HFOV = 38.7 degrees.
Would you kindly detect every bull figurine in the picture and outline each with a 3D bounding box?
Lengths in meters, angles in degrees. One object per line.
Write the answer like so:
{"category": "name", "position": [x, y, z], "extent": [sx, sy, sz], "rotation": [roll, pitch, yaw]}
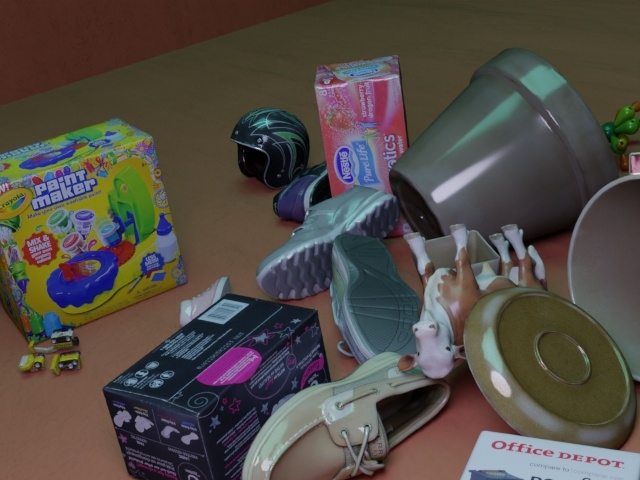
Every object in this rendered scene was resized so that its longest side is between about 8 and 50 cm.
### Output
{"category": "bull figurine", "position": [0.200, 0.077, 1.192], "extent": [0.101, 0.189, 0.310], "rotation": [-17, -12, 43]}

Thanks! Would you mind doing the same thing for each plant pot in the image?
{"category": "plant pot", "position": [0.205, 0.059, 1.373], "extent": [0.108, 0.096, 0.109], "rotation": [-13, 25, -6]}
{"category": "plant pot", "position": [0.277, -0.113, 1.512], "extent": [0.280, 0.323, 0.323], "rotation": [-31, 29, -8]}
{"category": "plant pot", "position": [0.281, 0.145, 1.083], "extent": [0.236, 0.032, 0.236], "rotation": [15, 45, -16]}
{"category": "plant pot", "position": [0.512, 0.042, 1.179], "extent": [0.273, 0.257, 0.256], "rotation": [-3, 20, -28]}

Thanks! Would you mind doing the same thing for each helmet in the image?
{"category": "helmet", "position": [-0.107, -0.206, 1.956], "extent": [0.169, 0.162, 0.169], "rotation": [-8, 25, 4]}

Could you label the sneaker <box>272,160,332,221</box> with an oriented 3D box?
{"category": "sneaker", "position": [0.005, -0.128, 1.830], "extent": [0.124, 0.107, 0.283], "rotation": [1, 27, 35]}

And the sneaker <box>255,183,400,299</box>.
{"category": "sneaker", "position": [0.000, 0.000, 1.524], "extent": [0.281, 0.105, 0.115], "rotation": [-32, 42, -25]}

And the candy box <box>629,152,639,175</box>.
{"category": "candy box", "position": [0.576, -0.083, 1.404], "extent": [0.182, 0.088, 0.316], "rotation": [1, 1, 21]}

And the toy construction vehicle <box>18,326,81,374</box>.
{"category": "toy construction vehicle", "position": [-0.415, 0.180, 1.420], "extent": [0.098, 0.035, 0.086], "rotation": [-11, 36, 3]}

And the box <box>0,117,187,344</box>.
{"category": "box", "position": [-0.418, -0.024, 1.551], "extent": [0.289, 0.279, 0.177], "rotation": [-23, 28, -25]}

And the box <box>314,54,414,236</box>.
{"category": "box", "position": [0.085, -0.165, 1.641], "extent": [0.154, 0.300, 0.142], "rotation": [-6, 25, 7]}

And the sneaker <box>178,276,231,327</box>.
{"category": "sneaker", "position": [-0.190, 0.101, 1.475], "extent": [0.070, 0.051, 0.134], "rotation": [1, 31, 11]}

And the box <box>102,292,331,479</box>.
{"category": "box", "position": [-0.123, 0.193, 1.158], "extent": [0.163, 0.142, 0.247], "rotation": [7, 29, 34]}

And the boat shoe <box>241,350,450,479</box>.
{"category": "boat shoe", "position": [0.037, 0.226, 1.079], "extent": [0.098, 0.109, 0.302], "rotation": [16, 29, 41]}

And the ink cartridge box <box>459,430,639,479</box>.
{"category": "ink cartridge box", "position": [0.206, 0.300, 0.867], "extent": [0.171, 0.100, 0.237], "rotation": [4, 29, 25]}

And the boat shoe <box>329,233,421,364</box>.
{"category": "boat shoe", "position": [0.071, 0.103, 1.350], "extent": [0.118, 0.103, 0.320], "rotation": [5, 28, -15]}

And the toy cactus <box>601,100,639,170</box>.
{"category": "toy cactus", "position": [0.558, -0.201, 1.819], "extent": [0.180, 0.112, 0.219], "rotation": [-10, 20, 48]}
